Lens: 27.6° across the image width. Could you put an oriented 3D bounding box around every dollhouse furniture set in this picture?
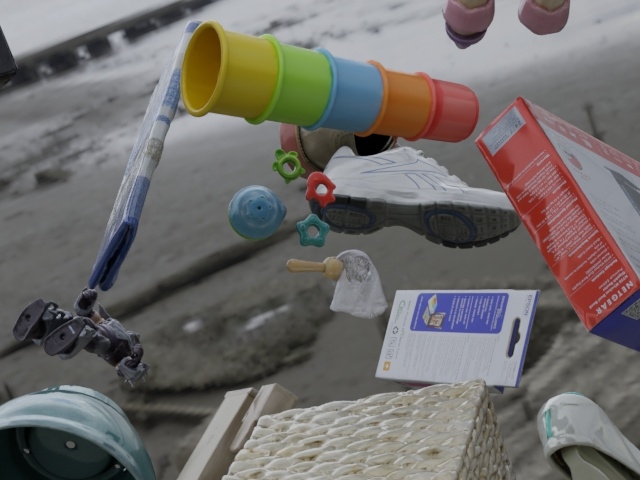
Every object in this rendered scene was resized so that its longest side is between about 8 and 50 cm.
[{"bbox_3d":[-0.047,0.408,2.173,0.198,0.303,0.286,-60,14,-19],"label":"dollhouse furniture set"}]

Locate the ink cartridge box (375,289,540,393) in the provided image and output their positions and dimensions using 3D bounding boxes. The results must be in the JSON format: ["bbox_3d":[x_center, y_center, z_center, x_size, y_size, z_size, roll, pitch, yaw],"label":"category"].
[{"bbox_3d":[0.253,0.178,2.326,0.371,0.069,0.176,-5,66,54],"label":"ink cartridge box"}]

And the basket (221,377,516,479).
[{"bbox_3d":[0.068,0.359,1.531,0.331,0.266,0.328,-11,15,18],"label":"basket"}]

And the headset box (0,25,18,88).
[{"bbox_3d":[-0.451,-0.219,1.208,0.283,0.246,0.131,-22,2,-34],"label":"headset box"}]

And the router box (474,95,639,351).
[{"bbox_3d":[0.368,0.006,1.541,0.082,0.335,0.301,-45,49,24],"label":"router box"}]

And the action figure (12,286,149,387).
[{"bbox_3d":[-0.362,0.154,2.104,0.099,0.185,0.285,-53,-22,7],"label":"action figure"}]

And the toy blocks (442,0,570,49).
[{"bbox_3d":[0.275,-0.394,1.679,0.309,0.288,0.260,-12,-25,-7],"label":"toy blocks"}]

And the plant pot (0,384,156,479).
[{"bbox_3d":[-0.350,0.316,1.747,0.293,0.293,0.196,-18,23,12],"label":"plant pot"}]

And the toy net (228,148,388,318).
[{"bbox_3d":[0.000,0.000,1.610,0.122,0.232,0.045,-47,2,-14],"label":"toy net"}]

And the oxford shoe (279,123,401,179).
[{"bbox_3d":[0.072,-0.135,2.005,0.130,0.123,0.348,-12,-7,26],"label":"oxford shoe"}]

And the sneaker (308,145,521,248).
[{"bbox_3d":[0.137,-0.072,1.810,0.297,0.111,0.129,10,57,7],"label":"sneaker"}]

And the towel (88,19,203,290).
[{"bbox_3d":[-0.197,-0.096,1.502,0.209,0.034,0.285,130,157,-58],"label":"towel"}]

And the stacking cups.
[{"bbox_3d":[0.016,-0.149,1.328,0.316,0.096,0.096,7,-2,-33],"label":"stacking cups"}]

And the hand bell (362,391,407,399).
[{"bbox_3d":[0.129,0.383,2.133,0.126,0.242,0.126,-3,-26,-1],"label":"hand bell"}]

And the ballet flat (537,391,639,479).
[{"bbox_3d":[0.456,0.384,1.864,0.139,0.400,0.139,-46,10,10],"label":"ballet flat"}]
